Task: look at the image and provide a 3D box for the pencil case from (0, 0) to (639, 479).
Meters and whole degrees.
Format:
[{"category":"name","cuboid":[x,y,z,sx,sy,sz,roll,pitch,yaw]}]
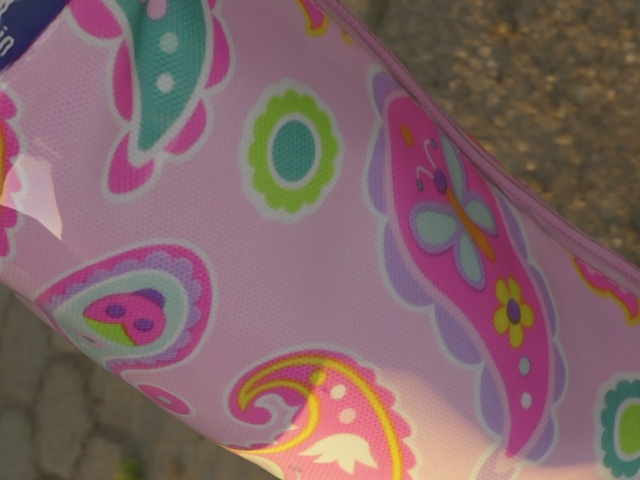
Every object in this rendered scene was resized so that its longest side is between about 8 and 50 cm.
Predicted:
[{"category":"pencil case","cuboid":[0.000,0.000,0.480,0.124,0.284,0.124,-30,39,27]}]
